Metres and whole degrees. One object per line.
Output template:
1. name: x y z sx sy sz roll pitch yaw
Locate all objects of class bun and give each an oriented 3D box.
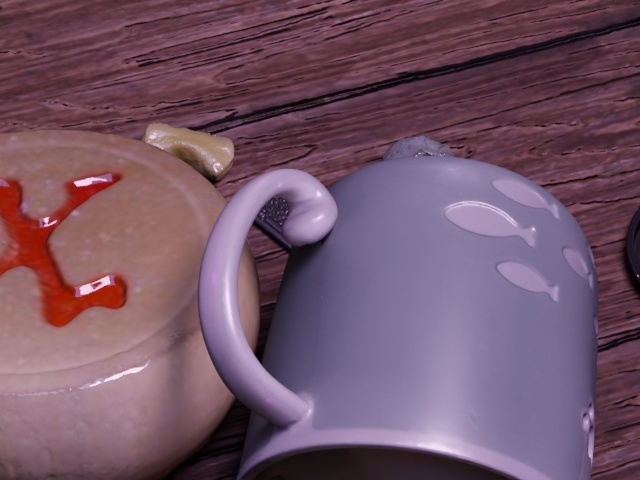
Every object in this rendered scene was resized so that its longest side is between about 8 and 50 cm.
1. bun: 0.090 -0.058 1.694 0.083 0.045 0.083 2 56 -4

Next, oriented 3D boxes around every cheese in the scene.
1. cheese: -0.118 -0.077 1.707 0.083 0.030 0.044 12 54 -2

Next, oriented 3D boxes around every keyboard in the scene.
1. keyboard: 0.000 0.000 1.678 0.155 0.010 0.053 38 64 19

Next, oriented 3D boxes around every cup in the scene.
1. cup: 0.049 0.073 1.456 0.357 0.259 0.274 37 49 -33

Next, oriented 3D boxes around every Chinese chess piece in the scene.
1. Chinese chess piece: -0.215 0.056 1.516 0.338 0.140 0.338 -1 40 1

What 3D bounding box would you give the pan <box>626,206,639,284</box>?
1. pan: 0.379 0.002 1.677 0.235 0.028 0.136 -13 61 -6
